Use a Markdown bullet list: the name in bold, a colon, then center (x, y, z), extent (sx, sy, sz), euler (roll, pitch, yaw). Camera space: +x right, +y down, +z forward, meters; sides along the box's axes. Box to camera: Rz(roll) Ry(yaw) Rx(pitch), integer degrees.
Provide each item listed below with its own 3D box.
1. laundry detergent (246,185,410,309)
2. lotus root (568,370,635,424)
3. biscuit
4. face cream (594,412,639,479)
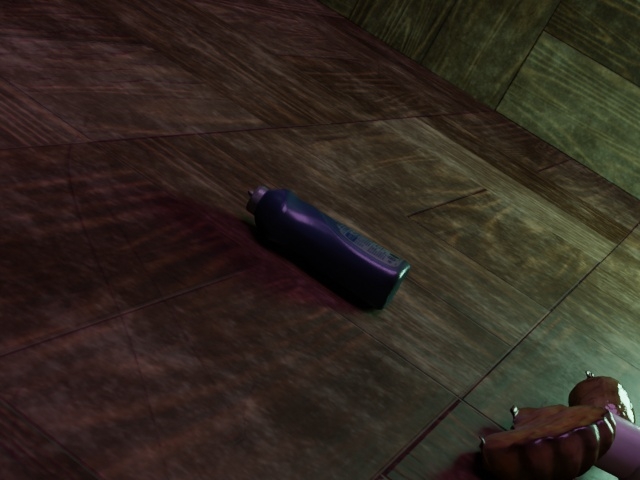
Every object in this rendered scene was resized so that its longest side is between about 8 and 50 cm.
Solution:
- **laundry detergent**: center (0.000, -0.001, 1.291), extent (0.206, 0.061, 0.096), euler (32, 20, 9)
- **lotus root**: center (0.313, 0.186, 1.267), extent (0.072, 0.063, 0.152), euler (18, 22, -3)
- **biscuit**: center (0.221, 0.195, 1.083), extent (0.118, 0.061, 0.183), euler (-8, 0, 27)
- **face cream**: center (0.390, 0.254, 1.170), extent (0.269, 0.082, 0.082), euler (26, 18, -8)
